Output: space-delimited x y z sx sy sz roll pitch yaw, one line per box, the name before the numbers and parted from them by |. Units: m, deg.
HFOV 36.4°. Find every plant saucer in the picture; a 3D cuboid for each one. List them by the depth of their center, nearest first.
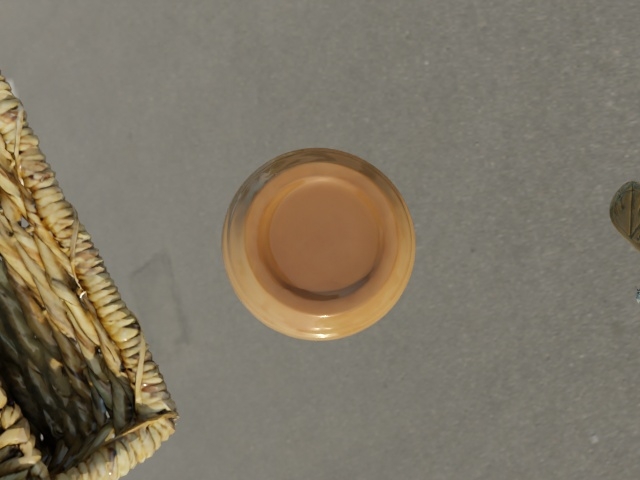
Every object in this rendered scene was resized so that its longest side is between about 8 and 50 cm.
plant saucer | 0.000 0.000 0.982 0.037 0.200 0.200 122 131 -77

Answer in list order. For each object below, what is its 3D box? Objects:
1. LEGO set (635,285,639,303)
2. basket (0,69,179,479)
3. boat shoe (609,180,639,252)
LEGO set | 0.456 0.064 1.332 0.054 0.083 0.023 -40 69 34
basket | -0.263 0.044 0.510 0.223 0.213 0.299 -24 94 28
boat shoe | 0.304 0.016 0.781 0.063 0.059 0.170 -59 44 38
